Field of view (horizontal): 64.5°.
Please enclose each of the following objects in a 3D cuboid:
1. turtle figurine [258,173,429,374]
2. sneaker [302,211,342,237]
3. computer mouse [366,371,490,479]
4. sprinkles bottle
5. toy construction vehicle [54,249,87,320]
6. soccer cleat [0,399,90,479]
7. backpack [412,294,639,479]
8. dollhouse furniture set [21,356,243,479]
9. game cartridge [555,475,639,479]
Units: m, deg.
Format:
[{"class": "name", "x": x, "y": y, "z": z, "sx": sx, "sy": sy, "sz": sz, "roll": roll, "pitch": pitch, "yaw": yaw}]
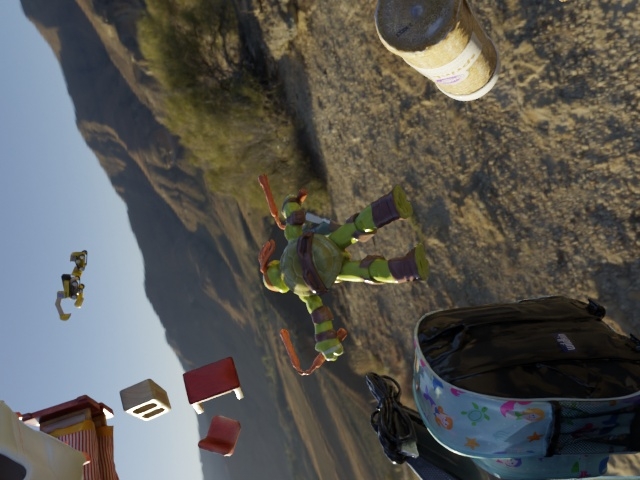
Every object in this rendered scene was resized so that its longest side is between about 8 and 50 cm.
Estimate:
[{"class": "turtle figurine", "x": 0.005, "y": 0.011, "z": 0.603, "sx": 0.087, "sy": 0.217, "sz": 0.269, "roll": 18, "pitch": -124, "yaw": -58}, {"class": "sneaker", "x": 0.000, "y": 0.000, "z": 1.023, "sx": 0.086, "sy": 0.064, "sz": 0.192, "roll": -60, "pitch": 24, "yaw": -3}, {"class": "computer mouse", "x": 0.172, "y": 0.305, "z": 0.710, "sx": 0.272, "sy": 0.072, "sz": 0.188, "roll": 52, "pitch": -173, "yaw": -12}, {"class": "sprinkles bottle", "x": 0.204, "y": -0.316, "z": 0.819, "sx": 0.355, "sy": 0.121, "sz": 0.121, "roll": -9, "pitch": -98, "yaw": -62}, {"class": "toy construction vehicle", "x": -0.421, "y": 0.074, "z": 0.857, "sx": 0.086, "sy": 0.035, "sz": 0.098, "roll": -120, "pitch": 40, "yaw": -63}, {"class": "soccer cleat", "x": -0.282, "y": 0.174, "z": 0.422, "sx": 0.076, "sy": 0.196, "sz": 0.068, "roll": 25, "pitch": -105, "yaw": -64}, {"class": "backpack", "x": 0.244, "y": 0.179, "z": 0.649, "sx": 0.225, "sy": 0.254, "sz": 0.191, "roll": -99, "pitch": 10, "yaw": -67}, {"class": "dollhouse furniture set", "x": -0.317, "y": 0.360, "z": 0.923, "sx": 0.152, "sy": 0.374, "sz": 0.201, "roll": 88, "pitch": 161, "yaw": -62}, {"class": "game cartridge", "x": 0.331, "y": 0.298, "z": 0.547, "sx": 0.297, "sy": 0.198, "sz": 0.062, "roll": -28, "pitch": 59, "yaw": 45}]
